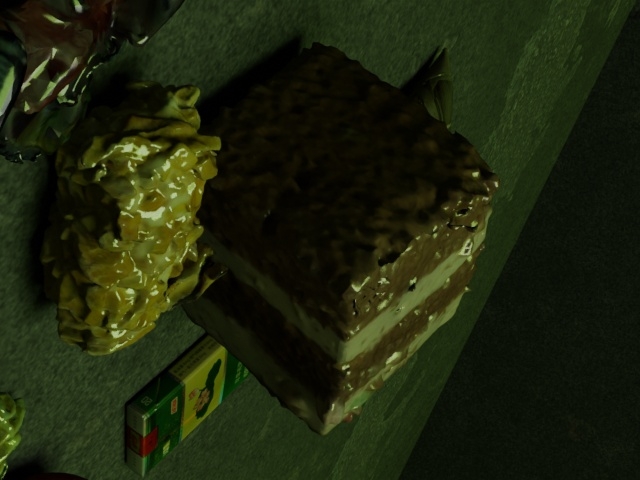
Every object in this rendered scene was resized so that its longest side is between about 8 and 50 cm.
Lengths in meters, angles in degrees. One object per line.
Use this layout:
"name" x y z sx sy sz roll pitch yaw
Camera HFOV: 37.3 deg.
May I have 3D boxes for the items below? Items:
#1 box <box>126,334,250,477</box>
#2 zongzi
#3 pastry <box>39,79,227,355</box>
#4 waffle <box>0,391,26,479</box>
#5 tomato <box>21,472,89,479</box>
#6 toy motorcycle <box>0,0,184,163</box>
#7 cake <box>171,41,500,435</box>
"box" -0.155 0.183 1.206 0.235 0.034 0.132 -42 155 -39
"zongzi" 0.119 -0.191 1.309 0.189 0.081 0.178 0 98 -52
"pastry" -0.157 -0.010 0.802 0.154 0.102 0.250 -28 147 -41
"waffle" -0.331 0.212 0.820 0.183 0.036 0.169 -59 163 7
"tomato" -0.275 0.321 0.959 0.167 0.167 0.167 -49 158 -27
"toy motorcycle" -0.177 -0.135 0.540 0.401 0.134 0.207 -61 160 0
"cake" 0.000 0.000 0.975 0.255 0.282 0.290 -35 155 -35
